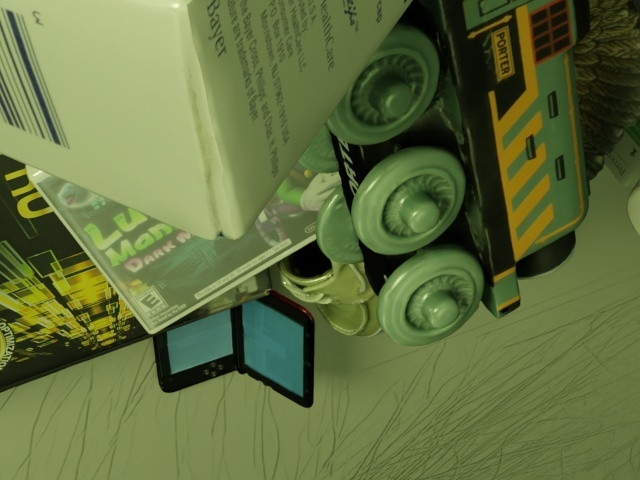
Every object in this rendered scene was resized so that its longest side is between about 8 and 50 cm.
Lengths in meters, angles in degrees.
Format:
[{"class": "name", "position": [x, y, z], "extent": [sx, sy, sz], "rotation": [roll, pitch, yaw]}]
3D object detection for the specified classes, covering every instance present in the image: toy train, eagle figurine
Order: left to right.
[{"class": "toy train", "position": [0.082, -0.077, 0.871], "extent": [0.190, 0.142, 0.334], "rotation": [-26, 133, -10]}, {"class": "eagle figurine", "position": [0.146, -0.163, 0.998], "extent": [0.298, 0.226, 0.225], "rotation": [-50, 159, 16]}]

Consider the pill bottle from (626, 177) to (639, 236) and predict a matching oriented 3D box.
[{"class": "pill bottle", "position": [0.409, -0.130, 1.090], "extent": [0.363, 0.210, 0.210], "rotation": [-54, 144, -12]}]

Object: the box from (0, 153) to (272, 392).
[{"class": "box", "position": [-0.214, -0.055, 0.942], "extent": [0.318, 0.097, 0.395], "rotation": [-21, 142, -12]}]

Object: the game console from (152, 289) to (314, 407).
[{"class": "game console", "position": [-0.078, 0.100, 1.221], "extent": [0.124, 0.085, 0.144], "rotation": [-18, 140, -17]}]

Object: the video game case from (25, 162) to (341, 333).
[{"class": "video game case", "position": [-0.075, -0.037, 0.933], "extent": [0.190, 0.022, 0.173], "rotation": [-30, 133, 0]}]

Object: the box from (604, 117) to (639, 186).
[{"class": "box", "position": [0.300, -0.111, 1.226], "extent": [0.102, 0.101, 0.087], "rotation": [-2, 134, -30]}]

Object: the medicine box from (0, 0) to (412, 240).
[{"class": "medicine box", "position": [-0.085, -0.184, 0.660], "extent": [0.289, 0.264, 0.149], "rotation": [-55, 154, -30]}]

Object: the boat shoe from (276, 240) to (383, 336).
[{"class": "boat shoe", "position": [0.000, 0.000, 1.118], "extent": [0.094, 0.109, 0.302], "rotation": [-52, 151, -23]}]
